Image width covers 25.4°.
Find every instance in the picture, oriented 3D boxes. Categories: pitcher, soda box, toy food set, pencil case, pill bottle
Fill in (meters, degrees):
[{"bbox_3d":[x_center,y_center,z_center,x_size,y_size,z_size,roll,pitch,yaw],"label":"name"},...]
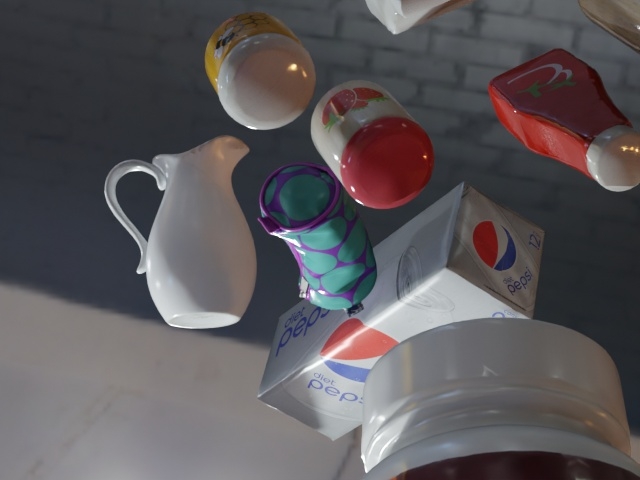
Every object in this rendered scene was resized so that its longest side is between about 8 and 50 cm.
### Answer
[{"bbox_3d":[-0.163,-0.005,1.639,0.178,0.207,0.125,-8,164,15],"label":"pitcher"},{"bbox_3d":[0.063,0.068,1.217,0.091,0.286,0.098,31,-130,-19],"label":"soda box"},{"bbox_3d":[0.078,-0.077,0.553,0.232,0.111,0.104,-23,-151,-5],"label":"toy food set"},{"bbox_3d":[0.000,0.000,1.096,0.070,0.151,0.064,-37,-120,-7],"label":"pencil case"},{"bbox_3d":[0.124,0.260,0.916,0.224,0.224,0.392,4,-129,-5],"label":"pill bottle"}]
